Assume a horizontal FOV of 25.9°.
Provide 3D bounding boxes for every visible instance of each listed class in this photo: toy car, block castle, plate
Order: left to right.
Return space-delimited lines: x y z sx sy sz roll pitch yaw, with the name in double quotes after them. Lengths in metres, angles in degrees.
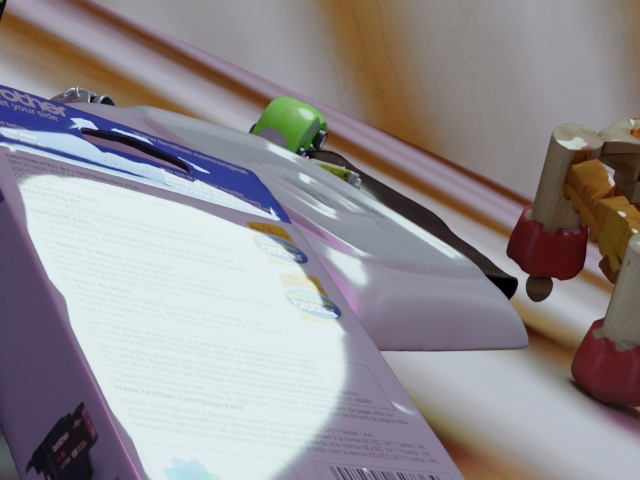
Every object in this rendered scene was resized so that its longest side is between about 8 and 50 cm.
-0.059 -0.089 1.340 0.239 0.053 0.225 28 39 13 "toy car"
-0.013 -0.015 0.908 0.277 0.045 0.278 32 11 27 "plate"
0.444 0.036 1.440 0.453 0.212 0.303 0 33 -14 "block castle"

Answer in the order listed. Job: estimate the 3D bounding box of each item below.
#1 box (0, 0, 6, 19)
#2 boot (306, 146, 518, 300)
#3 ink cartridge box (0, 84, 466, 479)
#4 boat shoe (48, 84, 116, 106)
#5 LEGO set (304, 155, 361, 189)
-0.497 -0.305 1.476 0.257 0.079 0.322 18 5 2 "box"
0.076 -0.012 1.433 0.207 0.090 0.248 30 7 37 "boot"
-0.045 0.061 0.570 0.186 0.065 0.311 15 33 -43 "ink cartridge box"
-0.194 -0.087 1.178 0.228 0.081 0.079 28 10 16 "boat shoe"
0.000 0.000 1.125 0.132 0.107 0.287 27 9 12 "LEGO set"
